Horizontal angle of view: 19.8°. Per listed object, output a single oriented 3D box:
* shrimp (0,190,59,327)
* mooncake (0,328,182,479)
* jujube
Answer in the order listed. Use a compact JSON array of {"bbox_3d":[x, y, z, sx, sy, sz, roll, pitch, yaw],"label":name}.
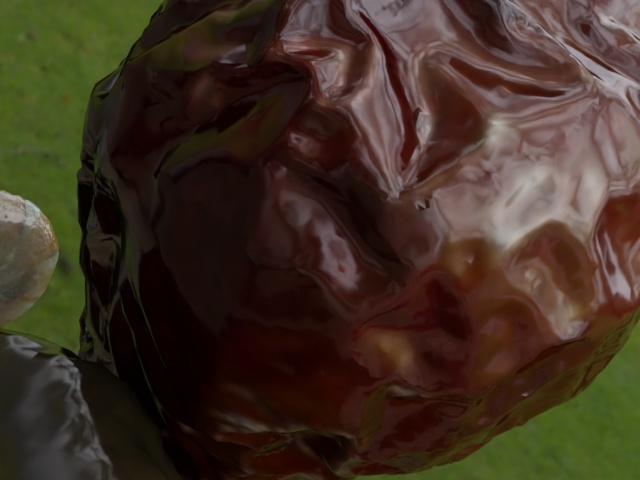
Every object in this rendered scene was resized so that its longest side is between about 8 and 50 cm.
[{"bbox_3d":[-0.320,0.037,1.367,0.254,0.145,0.059,-22,44,-13],"label":"shrimp"},{"bbox_3d":[-0.160,0.199,0.680,0.187,0.324,0.324,54,14,-40],"label":"mooncake"},{"bbox_3d":[0.000,0.000,0.695,0.216,0.342,0.216,8,68,-20],"label":"jujube"}]
